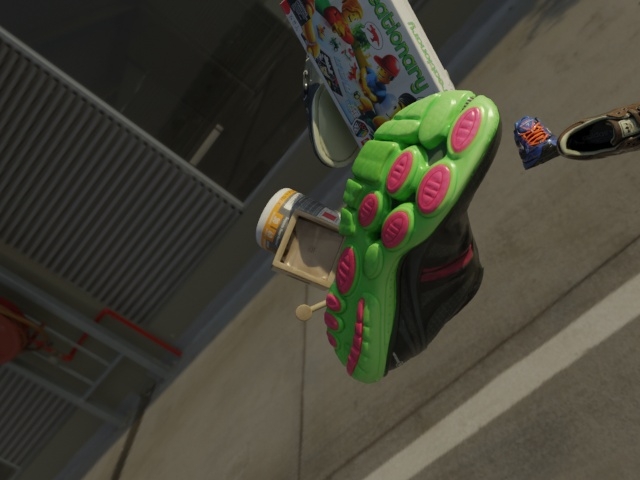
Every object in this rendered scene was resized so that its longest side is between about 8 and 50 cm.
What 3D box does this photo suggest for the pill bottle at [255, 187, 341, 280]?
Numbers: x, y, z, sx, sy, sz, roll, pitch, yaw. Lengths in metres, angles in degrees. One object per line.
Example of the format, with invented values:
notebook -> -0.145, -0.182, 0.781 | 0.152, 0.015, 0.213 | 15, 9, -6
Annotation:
pill bottle -> 0.000, 0.000, 1.359 | 0.162, 0.278, 0.162 | -56, -16, -25

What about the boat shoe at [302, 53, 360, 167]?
boat shoe -> 0.019, -0.291, 1.123 | 0.113, 0.127, 0.340 | -24, 64, 60

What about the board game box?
board game box -> 0.078, -0.320, 0.960 | 0.193, 0.305, 0.053 | -25, 7, 44

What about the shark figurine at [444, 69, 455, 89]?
shark figurine -> 0.291, -0.256, 1.333 | 0.116, 0.278, 0.166 | -19, -11, 24

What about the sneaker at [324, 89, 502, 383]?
sneaker -> 0.143, 0.001, 0.845 | 0.185, 0.202, 0.482 | 51, 138, 38

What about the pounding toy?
pounding toy -> -0.011, 0.068, 1.179 | 0.094, 0.181, 0.206 | 132, 159, -78

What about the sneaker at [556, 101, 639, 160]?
sneaker -> 0.362, -0.126, 0.642 | 0.188, 0.066, 0.071 | -17, 5, 44

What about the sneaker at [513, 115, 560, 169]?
sneaker -> 0.424, -0.201, 1.145 | 0.083, 0.087, 0.221 | -27, 10, 13
